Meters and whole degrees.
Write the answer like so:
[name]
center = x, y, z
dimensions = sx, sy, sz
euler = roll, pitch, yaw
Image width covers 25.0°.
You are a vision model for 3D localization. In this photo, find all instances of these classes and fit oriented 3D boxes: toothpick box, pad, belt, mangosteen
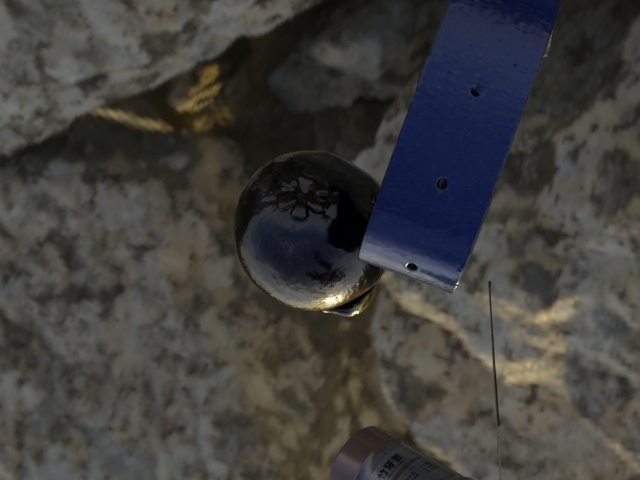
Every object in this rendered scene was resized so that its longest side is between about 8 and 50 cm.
[toothpick box]
center = 0.093, 0.267, 1.503
dimensions = 0.149, 0.098, 0.098
euler = 25, 143, 37
[pad]
center = 0.266, 0.233, 2.182
dimensions = 0.005, 0.299, 0.202
euler = -3, 130, 6
[belt]
center = 0.147, -0.124, 1.469
dimensions = 0.117, 0.347, 0.212
euler = 19, 177, 5
[mangosteen]
center = 0.000, 0.000, 1.684
dimensions = 0.194, 0.194, 0.230
euler = 4, 155, 20
